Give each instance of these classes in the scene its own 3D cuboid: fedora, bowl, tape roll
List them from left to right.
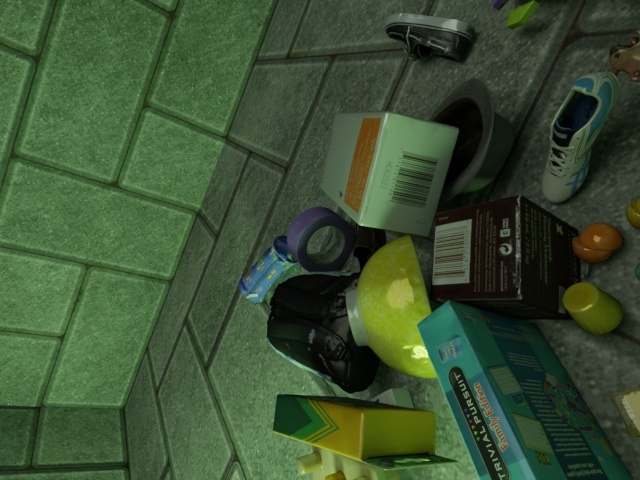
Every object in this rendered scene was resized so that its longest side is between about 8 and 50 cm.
[{"bbox_3d":[0.000,0.000,1.232,0.080,0.188,0.189,43,111,55],"label":"tape roll"},{"bbox_3d":[0.140,0.143,0.840,0.155,0.289,0.290,-13,57,9],"label":"bowl"},{"bbox_3d":[0.322,-0.197,0.904,0.275,0.124,0.244,125,148,-48],"label":"fedora"}]

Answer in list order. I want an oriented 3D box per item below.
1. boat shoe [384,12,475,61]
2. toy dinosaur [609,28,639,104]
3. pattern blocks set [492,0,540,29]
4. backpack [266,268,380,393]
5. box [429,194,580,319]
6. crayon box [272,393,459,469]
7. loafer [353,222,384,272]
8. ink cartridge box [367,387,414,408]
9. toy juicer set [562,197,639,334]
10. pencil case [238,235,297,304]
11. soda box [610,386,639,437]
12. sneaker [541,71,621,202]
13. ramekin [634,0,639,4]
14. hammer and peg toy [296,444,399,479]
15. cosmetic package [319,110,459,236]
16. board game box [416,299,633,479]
[{"bbox_3d":[0.283,-0.558,1.154,0.306,0.113,0.105,35,111,40],"label":"boat shoe"},{"bbox_3d":[0.559,-0.192,0.565,0.200,0.127,0.296,-36,52,42],"label":"toy dinosaur"},{"bbox_3d":[0.475,-0.597,0.868,0.325,0.026,0.286,-140,70,-75],"label":"pattern blocks set"},{"bbox_3d":[0.004,0.218,1.102,0.355,0.273,0.291,0,77,35],"label":"backpack"},{"bbox_3d":[0.324,0.042,0.723,0.167,0.203,0.169,-14,64,52],"label":"box"},{"bbox_3d":[0.079,0.366,0.817,0.322,0.203,0.083,-14,64,50],"label":"crayon box"},{"bbox_3d":[0.131,0.016,1.133,0.080,0.078,0.220,-43,43,37],"label":"loafer"},{"bbox_3d":[0.145,0.418,0.937,0.150,0.063,0.109,-44,43,35],"label":"ink cartridge box"},{"bbox_3d":[0.520,0.017,0.573,0.329,0.089,0.209,-25,37,51],"label":"toy juicer set"},{"bbox_3d":[-0.195,0.115,1.525,0.306,0.119,0.133,-47,12,34],"label":"pencil case"},{"bbox_3d":[0.490,0.205,0.531,0.181,0.061,0.058,-40,45,39],"label":"soda box"},{"bbox_3d":[0.424,-0.167,0.708,0.085,0.086,0.237,-120,21,-47],"label":"sneaker"},{"bbox_3d":[0.592,-0.485,0.664,0.207,0.108,0.207,-30,51,47],"label":"ramekin"},{"bbox_3d":[0.054,0.634,0.857,0.265,0.127,0.362,-16,74,56],"label":"hammer and peg toy"},{"bbox_3d":[0.132,-0.186,1.007,0.453,0.161,0.230,-123,44,-71],"label":"cosmetic package"},{"bbox_3d":[0.306,0.266,0.598,0.079,0.253,0.336,-48,40,33],"label":"board game box"}]
